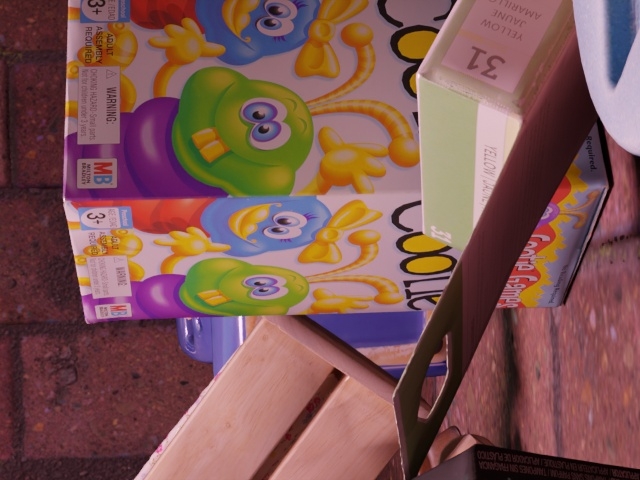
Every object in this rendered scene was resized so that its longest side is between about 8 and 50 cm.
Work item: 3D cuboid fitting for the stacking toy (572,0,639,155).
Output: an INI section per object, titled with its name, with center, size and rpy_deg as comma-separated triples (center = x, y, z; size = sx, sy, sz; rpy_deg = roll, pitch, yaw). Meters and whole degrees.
[stacking toy]
center = 0.102, -0.187, 0.456
size = 0.279, 0.130, 0.308
rpy_deg = -106, 15, -71

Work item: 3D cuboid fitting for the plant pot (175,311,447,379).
[plant pot]
center = 0.000, 0.000, 1.278
size = 0.212, 0.236, 0.236
rpy_deg = -133, 41, -75

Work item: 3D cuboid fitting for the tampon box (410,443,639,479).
[tampon box]
center = 0.091, 0.184, 0.653
size = 0.101, 0.120, 0.161
rpy_deg = -40, 47, 47

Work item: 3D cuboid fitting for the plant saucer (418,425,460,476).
[plant saucer]
center = 0.104, 0.242, 1.307
size = 0.168, 0.029, 0.168
rpy_deg = 179, 90, -85

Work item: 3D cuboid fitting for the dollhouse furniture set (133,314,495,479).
[dollhouse furniture set]
center = -0.049, 0.200, 1.085
size = 0.303, 0.355, 0.174
rpy_deg = -53, 10, 5

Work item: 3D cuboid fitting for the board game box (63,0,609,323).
[board game box]
center = 0.002, -0.050, 0.863
size = 0.142, 0.275, 0.144
rpy_deg = 96, 171, -61

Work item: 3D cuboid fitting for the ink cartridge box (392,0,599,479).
[ink cartridge box]
center = 0.066, -0.024, 0.660
size = 0.235, 0.056, 0.171
rpy_deg = -59, -15, -16
